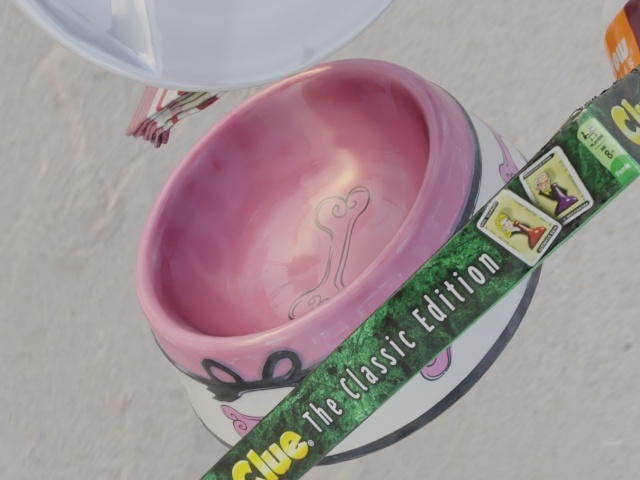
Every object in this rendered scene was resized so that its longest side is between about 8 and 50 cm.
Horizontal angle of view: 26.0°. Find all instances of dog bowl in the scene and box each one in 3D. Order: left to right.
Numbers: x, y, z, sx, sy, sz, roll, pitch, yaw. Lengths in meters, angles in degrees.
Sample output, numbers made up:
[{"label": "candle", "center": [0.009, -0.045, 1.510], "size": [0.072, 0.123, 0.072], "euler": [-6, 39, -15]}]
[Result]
[{"label": "dog bowl", "center": [0.000, 0.000, 1.311], "size": [0.150, 0.408, 0.408], "euler": [49, 56, -39]}]

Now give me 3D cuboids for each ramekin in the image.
[{"label": "ramekin", "center": [-0.073, -0.226, 0.778], "size": [0.272, 0.127, 0.273], "euler": [-6, 109, -16]}]

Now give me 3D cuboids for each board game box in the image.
[{"label": "board game box", "center": [0.039, 0.027, 0.504], "size": [0.030, 0.260, 0.136], "euler": [49, 35, 7]}]

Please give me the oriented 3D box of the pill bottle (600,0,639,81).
[{"label": "pill bottle", "center": [0.315, -0.093, 0.902], "size": [0.224, 0.224, 0.392], "euler": [-10, 73, -19]}]

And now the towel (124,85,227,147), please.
[{"label": "towel", "center": [-0.052, -0.220, 1.153], "size": [0.037, 0.329, 0.237], "euler": [28, 67, -21]}]
